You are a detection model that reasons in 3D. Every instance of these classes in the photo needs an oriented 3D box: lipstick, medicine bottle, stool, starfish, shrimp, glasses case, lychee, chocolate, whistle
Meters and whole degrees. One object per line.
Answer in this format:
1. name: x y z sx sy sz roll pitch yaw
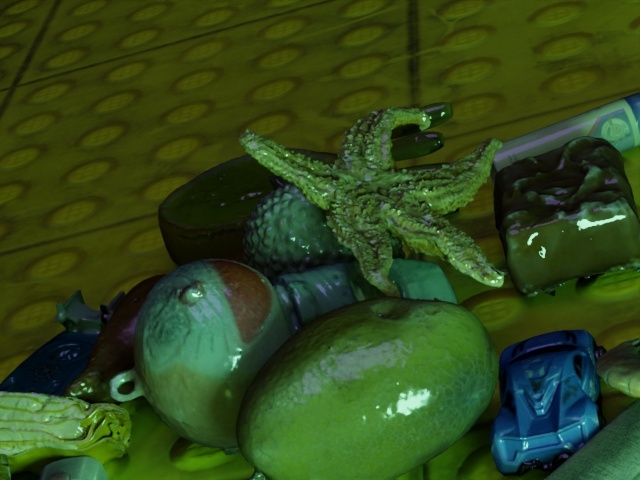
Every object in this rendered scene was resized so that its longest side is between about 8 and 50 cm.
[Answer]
1. lipstick: -0.234 0.268 1.635 0.063 0.057 0.186 -14 28 10
2. medicine bottle: 0.300 -0.115 2.057 0.231 0.059 0.059 -21 24 -4
3. stool: 0.100 -0.088 2.080 0.110 0.134 0.135 -7 71 15
4. starfish: 0.074 -0.035 1.796 0.299 0.060 0.302 3 39 -23
5. shrimp: 0.341 0.104 1.565 0.219 0.046 0.152 -7 9 -8
6. glasses case: 0.218 0.202 1.466 0.205 0.047 0.071 -34 30 -32
7. lychee: 0.000 0.000 1.892 0.165 0.165 0.197 -20 62 -3
8. chocolate: 0.251 -0.033 1.879 0.148 0.093 0.214 -14 25 6
9. whistle: -0.036 0.081 1.740 0.348 0.189 0.189 -18 24 -10

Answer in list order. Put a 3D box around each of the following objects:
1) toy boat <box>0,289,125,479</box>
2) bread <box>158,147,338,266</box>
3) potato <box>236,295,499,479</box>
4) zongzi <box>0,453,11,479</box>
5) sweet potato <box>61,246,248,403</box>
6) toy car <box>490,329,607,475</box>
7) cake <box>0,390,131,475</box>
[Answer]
1. toy boat: -0.289 0.158 1.865 0.134 0.092 0.299 -1 29 26
2. bread: -0.074 -0.038 2.145 0.236 0.070 0.236 -16 23 7
3. potato: 0.034 0.138 1.602 0.251 0.159 0.174 -33 -2 -12
4. zongzi: -0.469 0.243 1.651 0.286 0.134 0.288 -5 -5 39
5. sweet potato: -0.155 0.088 1.887 0.112 0.112 0.359 -1 21 33
6. toy car: 0.199 0.131 1.606 0.103 0.063 0.216 -13 25 14
7. cake: -0.266 0.182 1.725 0.116 0.185 0.079 141 148 -64
